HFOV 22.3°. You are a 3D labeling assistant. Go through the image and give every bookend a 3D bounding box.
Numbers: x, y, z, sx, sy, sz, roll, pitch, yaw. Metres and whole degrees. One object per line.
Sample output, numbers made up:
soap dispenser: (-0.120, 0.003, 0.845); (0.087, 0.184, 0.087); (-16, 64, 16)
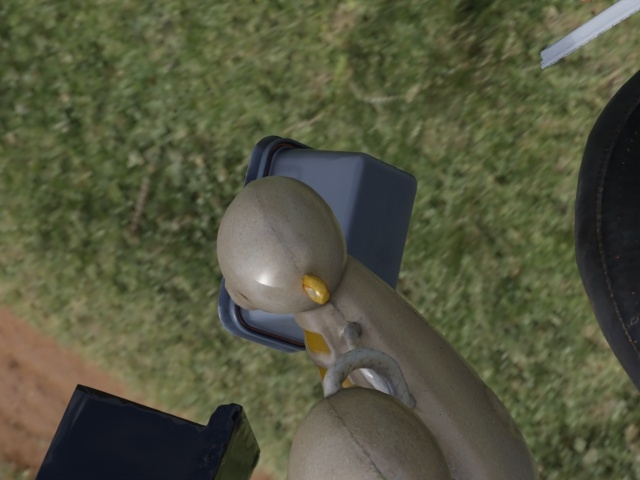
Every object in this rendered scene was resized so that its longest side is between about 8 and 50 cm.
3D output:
bookend: (-0.130, 0.134, 0.747); (0.157, 0.156, 0.072); (16, 158, 12)

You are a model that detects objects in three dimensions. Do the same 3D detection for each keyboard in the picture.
keyboard: (0.222, -0.164, 1.009); (0.014, 0.072, 0.256); (61, 155, 0)

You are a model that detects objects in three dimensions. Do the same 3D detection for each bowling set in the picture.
bowling set: (-0.011, 0.132, 0.425); (0.200, 0.287, 0.154); (-38, 121, 2)

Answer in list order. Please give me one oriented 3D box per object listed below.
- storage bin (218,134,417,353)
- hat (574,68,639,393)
storage bin: (0.000, 0.000, 1.032); (0.091, 0.098, 0.135); (-2, 72, 48)
hat: (0.273, 0.022, 0.677); (0.331, 0.331, 0.134); (3, 143, 28)
